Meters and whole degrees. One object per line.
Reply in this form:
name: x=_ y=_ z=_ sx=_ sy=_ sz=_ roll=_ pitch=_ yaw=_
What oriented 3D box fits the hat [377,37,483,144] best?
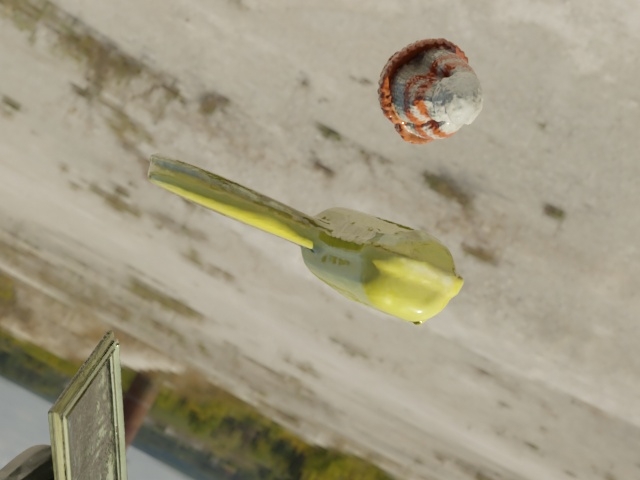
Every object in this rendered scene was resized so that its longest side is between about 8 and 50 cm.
hat: x=0.121 y=-0.142 z=1.286 sx=0.093 sy=0.112 sz=0.162 roll=17 pitch=-172 yaw=-24

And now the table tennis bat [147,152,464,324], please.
table tennis bat: x=0.000 y=0.000 z=0.890 sx=0.224 sy=0.054 sz=0.368 roll=24 pitch=180 yaw=-21

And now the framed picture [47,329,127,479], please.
framed picture: x=-0.150 y=0.169 z=0.872 sx=0.011 sy=0.183 sz=0.142 roll=0 pitch=-164 yaw=6

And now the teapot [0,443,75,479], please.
teapot: x=-0.195 y=0.160 z=0.794 sx=0.042 sy=0.043 sz=0.110 roll=25 pitch=-163 yaw=15
